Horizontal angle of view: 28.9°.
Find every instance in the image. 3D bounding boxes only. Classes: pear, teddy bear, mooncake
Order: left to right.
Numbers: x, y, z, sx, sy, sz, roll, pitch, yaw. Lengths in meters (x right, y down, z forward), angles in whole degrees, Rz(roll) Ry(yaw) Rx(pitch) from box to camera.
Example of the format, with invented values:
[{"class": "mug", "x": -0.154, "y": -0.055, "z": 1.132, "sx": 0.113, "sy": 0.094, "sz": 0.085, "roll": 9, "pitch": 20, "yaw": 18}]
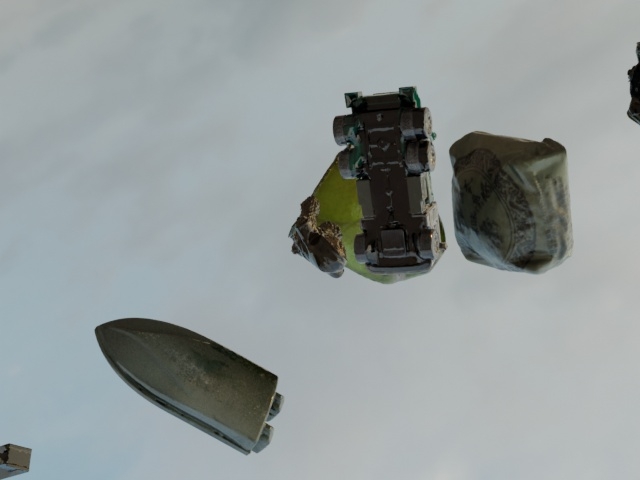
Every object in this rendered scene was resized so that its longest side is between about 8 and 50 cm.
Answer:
[{"class": "teddy bear", "x": -0.008, "y": 0.004, "z": 1.877, "sx": 0.078, "sy": 0.119, "sz": 0.160, "roll": -32, "pitch": -155, "yaw": 5}, {"class": "pear", "x": 0.098, "y": -0.030, "z": 2.181, "sx": 0.164, "sy": 0.255, "sz": 0.238, "roll": -57, "pitch": 176, "yaw": 21}, {"class": "mooncake", "x": 0.330, "y": -0.061, "z": 2.182, "sx": 0.136, "sy": 0.255, "sz": 0.250, "roll": -19, "pitch": -164, "yaw": -23}]

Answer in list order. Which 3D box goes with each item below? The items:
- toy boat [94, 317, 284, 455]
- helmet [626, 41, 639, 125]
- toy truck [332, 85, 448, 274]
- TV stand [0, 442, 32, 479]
[{"class": "toy boat", "x": -0.206, "y": 0.210, "z": 1.917, "sx": 0.092, "sy": 0.319, "sz": 0.141, "roll": -46, "pitch": -162, "yaw": 45}, {"class": "helmet", "x": 0.609, "y": -0.243, "z": 2.089, "sx": 0.130, "sy": 0.198, "sz": 0.224, "roll": -10, "pitch": -145, "yaw": -6}, {"class": "toy truck", "x": 0.092, "y": -0.076, "z": 1.459, "sx": 0.110, "sy": 0.216, "sz": 0.116, "roll": -4, "pitch": -167, "yaw": 21}, {"class": "TV stand", "x": -0.598, "y": 0.401, "z": 2.172, "sx": 0.256, "sy": 0.049, "sz": 0.040, "roll": -21, "pitch": -124, "yaw": 40}]
